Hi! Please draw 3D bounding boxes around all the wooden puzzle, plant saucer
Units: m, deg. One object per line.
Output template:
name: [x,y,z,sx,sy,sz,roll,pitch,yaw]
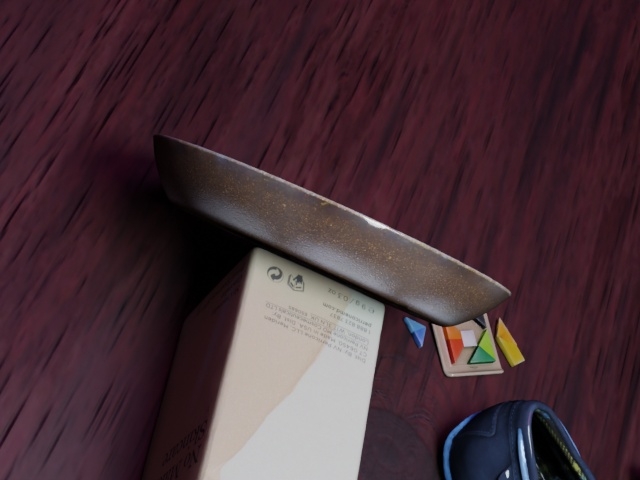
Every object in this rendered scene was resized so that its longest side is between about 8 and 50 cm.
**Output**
wooden puzzle: [0.136,0.091,1.299,0.116,0.014,0.078,-8,67,-36]
plant saucer: [0.000,0.000,1.119,0.310,0.310,0.050,26,88,-18]

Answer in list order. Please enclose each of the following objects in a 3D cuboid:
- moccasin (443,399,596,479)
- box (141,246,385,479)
moccasin: [0.220,0.292,1.158,0.137,0.117,0.342,-30,84,-42]
box: [-0.055,0.180,1.032,0.121,0.148,0.311,25,50,-17]
